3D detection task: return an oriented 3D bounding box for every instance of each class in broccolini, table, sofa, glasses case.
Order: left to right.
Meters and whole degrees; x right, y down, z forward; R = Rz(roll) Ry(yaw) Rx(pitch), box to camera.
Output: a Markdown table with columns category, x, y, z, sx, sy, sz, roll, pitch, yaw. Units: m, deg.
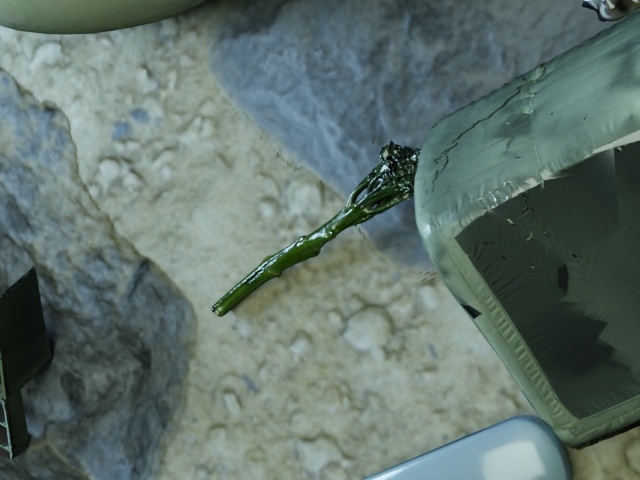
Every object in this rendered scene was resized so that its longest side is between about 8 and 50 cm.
| category | x | y | z | sx | sy | sz | roll | pitch | yaw |
| --- | --- | --- | --- | --- | --- | --- | --- | --- | --- |
| table | -0.303 | 0.080 | 1.131 | 0.146 | 0.062 | 0.175 | 22 | 134 | 23 |
| broccolini | 0.001 | 0.001 | 1.005 | 0.042 | 0.044 | 0.218 | 38 | 117 | -24 |
| glasses case | 0.094 | 0.181 | 0.963 | 0.178 | 0.045 | 0.067 | -27 | 81 | 24 |
| sofa | 0.196 | -0.006 | 0.890 | 0.210 | 0.176 | 0.225 | -31 | 108 | 23 |

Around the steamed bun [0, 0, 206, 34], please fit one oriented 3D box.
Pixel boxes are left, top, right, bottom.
| category | x | y | z | sx | sy | sz | roll | pitch | yaw |
| --- | --- | --- | --- | --- | --- | --- | --- | --- | --- |
| steamed bun | -0.182 | -0.320 | 0.965 | 0.312 | 0.233 | 0.333 | -3 | 93 | 26 |

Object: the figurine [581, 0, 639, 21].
| category | x | y | z | sx | sy | sz | roll | pitch | yaw |
| --- | --- | --- | --- | --- | --- | --- | --- | --- | --- |
| figurine | 0.295 | -0.200 | 0.771 | 0.265 | 0.197 | 0.175 | -25 | 84 | 34 |
